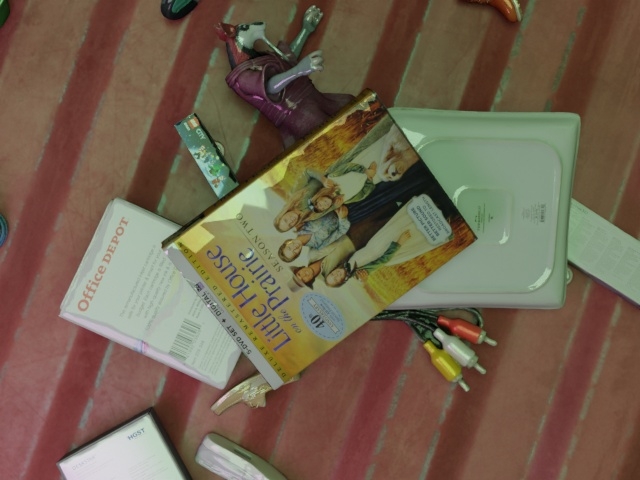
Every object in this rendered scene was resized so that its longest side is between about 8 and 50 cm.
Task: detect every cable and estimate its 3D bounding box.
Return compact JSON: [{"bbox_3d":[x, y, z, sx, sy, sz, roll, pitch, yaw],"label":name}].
[{"bbox_3d":[0.177,0.136,1.951,0.287,0.072,0.139,33,82,-2],"label":"cable"}]

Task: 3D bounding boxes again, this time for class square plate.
[{"bbox_3d":[0.270,-0.046,1.880,0.344,0.049,0.347,1,102,-8],"label":"square plate"}]

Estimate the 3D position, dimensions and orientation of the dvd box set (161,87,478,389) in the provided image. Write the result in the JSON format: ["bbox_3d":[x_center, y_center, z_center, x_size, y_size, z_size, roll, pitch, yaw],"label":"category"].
[{"bbox_3d":[0.000,0.000,1.793,0.420,0.062,0.307,-36,104,0],"label":"dvd box set"}]

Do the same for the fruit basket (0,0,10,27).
[{"bbox_3d":[-0.650,-0.369,1.773,0.165,0.353,0.327,28,88,12],"label":"fruit basket"}]

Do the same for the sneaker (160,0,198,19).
[{"bbox_3d":[-0.237,-0.496,1.947,0.098,0.083,0.224,27,85,20],"label":"sneaker"}]

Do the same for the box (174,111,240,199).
[{"bbox_3d":[-0.165,-0.101,1.890,0.044,0.159,0.233,-31,91,-2],"label":"box"}]

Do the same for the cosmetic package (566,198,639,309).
[{"bbox_3d":[0.512,0.026,1.979,0.239,0.060,0.099,33,89,-3],"label":"cosmetic package"}]

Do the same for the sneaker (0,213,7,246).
[{"bbox_3d":[-0.649,0.043,1.874,0.104,0.125,0.262,40,87,-2],"label":"sneaker"}]

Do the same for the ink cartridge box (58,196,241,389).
[{"bbox_3d":[-0.255,0.088,1.896,0.306,0.131,0.226,26,88,-2],"label":"ink cartridge box"}]

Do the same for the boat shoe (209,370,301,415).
[{"bbox_3d":[-0.111,0.264,1.935,0.170,0.063,0.059,-32,85,-4],"label":"boat shoe"}]

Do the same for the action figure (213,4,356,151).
[{"bbox_3d":[-0.052,-0.236,1.914,0.370,0.248,0.276,40,114,-3],"label":"action figure"}]

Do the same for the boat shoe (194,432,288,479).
[{"bbox_3d":[-0.135,0.409,1.933,0.184,0.066,0.063,30,101,-5],"label":"boat shoe"}]

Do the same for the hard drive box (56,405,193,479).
[{"bbox_3d":[-0.315,0.433,1.906,0.181,0.089,0.232,-28,91,-4],"label":"hard drive box"}]

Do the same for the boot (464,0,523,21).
[{"bbox_3d":[0.292,-0.438,1.979,0.084,0.059,0.158,-38,83,0],"label":"boot"}]
